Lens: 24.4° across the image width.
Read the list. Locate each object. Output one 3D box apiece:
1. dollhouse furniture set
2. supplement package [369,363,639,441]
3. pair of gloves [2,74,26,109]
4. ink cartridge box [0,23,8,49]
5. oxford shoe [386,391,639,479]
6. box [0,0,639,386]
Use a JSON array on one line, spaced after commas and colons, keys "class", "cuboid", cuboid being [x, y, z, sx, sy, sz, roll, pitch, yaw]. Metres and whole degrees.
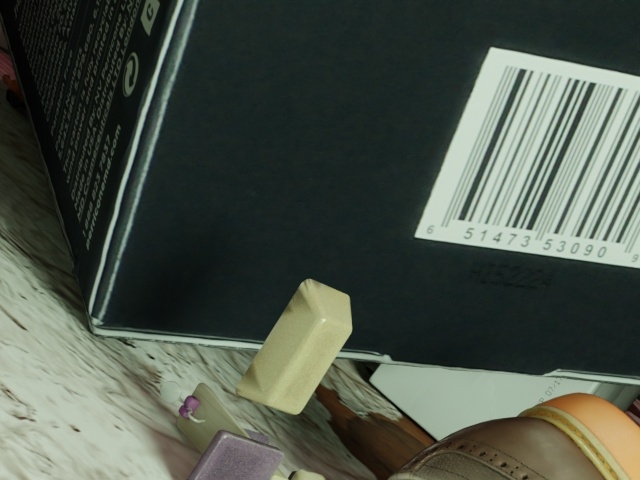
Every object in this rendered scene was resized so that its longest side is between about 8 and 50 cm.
[{"class": "dollhouse furniture set", "cuboid": [-0.023, 0.066, 0.728, 0.091, 0.114, 0.081, 25, 11, -42]}, {"class": "supplement package", "cuboid": [0.163, 0.098, 1.153, 0.134, 0.139, 0.244, 40, 9, 20]}, {"class": "pair of gloves", "cuboid": [-0.239, -0.111, 1.108, 0.083, 0.010, 0.074, 23, 18, -45]}, {"class": "ink cartridge box", "cuboid": [-0.199, -0.255, 1.343, 0.121, 0.211, 0.289, 45, 14, 34]}, {"class": "oxford shoe", "cuboid": [0.152, 0.229, 0.665, 0.133, 0.130, 0.363, -9, 43, -29]}, {"class": "box", "cuboid": [0.060, -0.163, 0.996, 0.480, 0.297, 0.471, 7, 29, -25]}]
